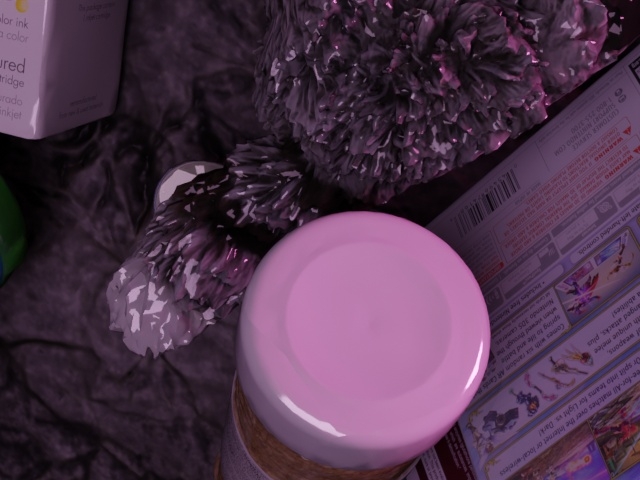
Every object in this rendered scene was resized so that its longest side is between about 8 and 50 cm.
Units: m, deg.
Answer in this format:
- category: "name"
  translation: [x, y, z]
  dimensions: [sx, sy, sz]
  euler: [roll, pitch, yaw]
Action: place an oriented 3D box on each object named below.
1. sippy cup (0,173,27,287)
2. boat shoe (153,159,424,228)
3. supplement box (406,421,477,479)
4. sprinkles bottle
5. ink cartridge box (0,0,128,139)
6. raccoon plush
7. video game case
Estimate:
- category: "sippy cup"
  translation: [-0.353, 0.034, 0.873]
  dimensions: [0.305, 0.224, 0.240]
  euler: [37, 145, -18]
- category: "boat shoe"
  translation: [-0.001, 0.001, 0.873]
  dimensions: [0.228, 0.081, 0.079]
  euler: [22, 97, -6]
- category: "supplement box"
  translation: [0.154, 0.090, 0.814]
  dimensions: [0.073, 0.130, 0.239]
  euler: [27, 116, -28]
- category: "sprinkles bottle"
  translation: [0.002, 0.106, 0.766]
  dimensions: [0.121, 0.355, 0.121]
  euler: [3, 67, -6]
- category: "ink cartridge box"
  translation: [-0.230, -0.265, 0.861]
  dimensions: [0.207, 0.119, 0.353]
  euler: [14, 107, 16]
- category: "raccoon plush"
  translation: [-0.019, -0.163, 0.694]
  dimensions: [0.446, 0.216, 0.299]
  euler: [-39, 100, 2]
- category: "video game case"
  translation: [0.180, 0.016, 0.693]
  dimensions: [0.061, 0.244, 0.269]
  euler: [32, 118, -33]
